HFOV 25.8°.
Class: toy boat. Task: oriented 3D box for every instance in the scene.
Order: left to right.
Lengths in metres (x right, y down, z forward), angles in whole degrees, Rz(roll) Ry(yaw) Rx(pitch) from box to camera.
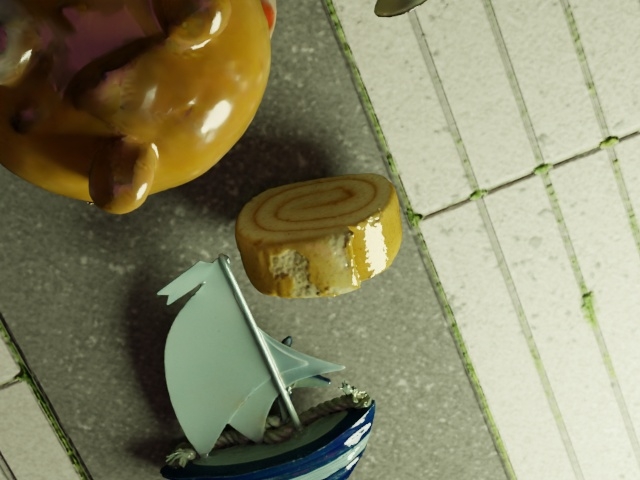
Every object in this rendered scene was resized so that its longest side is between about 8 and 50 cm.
[{"bbox_3d":[-0.050,0.141,1.335,0.210,0.070,0.291,0,120,-5],"label":"toy boat"}]

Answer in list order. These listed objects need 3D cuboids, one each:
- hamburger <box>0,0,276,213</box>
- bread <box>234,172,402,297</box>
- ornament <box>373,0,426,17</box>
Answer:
[{"bbox_3d":[-0.166,-0.148,1.115,0.276,0.237,0.276,-3,112,-7],"label":"hamburger"},{"bbox_3d":[0.000,0.000,1.261,0.149,0.122,0.073,-8,121,7],"label":"bread"},{"bbox_3d":[0.048,-0.274,1.175,0.075,0.081,0.156,-45,124,-34],"label":"ornament"}]
